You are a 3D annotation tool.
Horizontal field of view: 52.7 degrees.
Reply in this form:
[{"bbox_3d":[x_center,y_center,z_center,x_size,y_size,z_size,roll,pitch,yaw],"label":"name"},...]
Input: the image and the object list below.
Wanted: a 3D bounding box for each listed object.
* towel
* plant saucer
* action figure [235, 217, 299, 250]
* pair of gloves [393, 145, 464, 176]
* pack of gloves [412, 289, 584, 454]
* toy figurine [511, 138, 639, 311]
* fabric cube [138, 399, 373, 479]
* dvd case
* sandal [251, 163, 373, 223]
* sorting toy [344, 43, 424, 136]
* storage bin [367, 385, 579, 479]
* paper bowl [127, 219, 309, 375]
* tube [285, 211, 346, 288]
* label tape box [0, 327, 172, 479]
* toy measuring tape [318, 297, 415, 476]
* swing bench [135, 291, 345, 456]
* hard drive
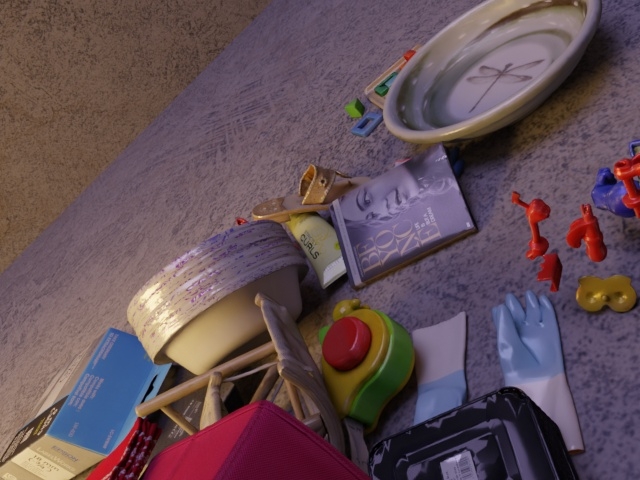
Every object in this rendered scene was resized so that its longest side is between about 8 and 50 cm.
[{"bbox_3d":[-0.246,0.297,0.591,0.199,0.031,0.275,-49,8,13],"label":"towel"},{"bbox_3d":[0.300,-0.290,1.128,0.400,0.100,0.400,-30,31,21],"label":"plant saucer"},{"bbox_3d":[-0.165,0.017,1.261,0.280,0.139,0.091,-11,44,40],"label":"action figure"},{"bbox_3d":[0.154,-0.096,1.131,0.198,0.023,0.159,-5,46,47],"label":"pair of gloves"},{"bbox_3d":[0.181,0.153,0.750,0.195,0.046,0.232,-25,34,27],"label":"pack of gloves"},{"bbox_3d":[0.399,-0.082,0.663,0.363,0.191,0.217,-14,35,39],"label":"toy figurine"},{"bbox_3d":[-0.067,0.325,0.499,0.259,0.254,0.258,-40,11,47],"label":"fabric cube"},{"bbox_3d":[0.122,-0.038,1.029,0.221,0.018,0.164,-28,59,24],"label":"dvd case"},{"bbox_3d":[-0.016,-0.100,1.192,0.240,0.079,0.088,-19,33,-8],"label":"sandal"},{"bbox_3d":[0.188,-0.365,1.415,0.348,0.047,0.196,-39,30,5],"label":"sorting toy"},{"bbox_3d":[0.147,0.236,0.624,0.180,0.084,0.122,-31,41,21],"label":"storage bin"},{"bbox_3d":[-0.144,0.105,1.021,0.284,0.148,0.284,-33,-12,-8],"label":"paper bowl"},{"bbox_3d":[0.000,0.000,1.159,0.240,0.062,0.070,52,128,56],"label":"tube"},{"bbox_3d":[-0.410,0.287,1.151,0.334,0.106,0.240,-36,23,34],"label":"label tape box"},{"bbox_3d":[0.072,0.187,0.781,0.121,0.121,0.330,-33,39,16],"label":"toy measuring tape"},{"bbox_3d":[-0.091,0.231,0.802,0.255,0.165,0.253,-43,17,1],"label":"swing bench"},{"bbox_3d":[-0.235,0.294,1.057,0.255,0.054,0.172,-3,47,50],"label":"hard drive"}]
